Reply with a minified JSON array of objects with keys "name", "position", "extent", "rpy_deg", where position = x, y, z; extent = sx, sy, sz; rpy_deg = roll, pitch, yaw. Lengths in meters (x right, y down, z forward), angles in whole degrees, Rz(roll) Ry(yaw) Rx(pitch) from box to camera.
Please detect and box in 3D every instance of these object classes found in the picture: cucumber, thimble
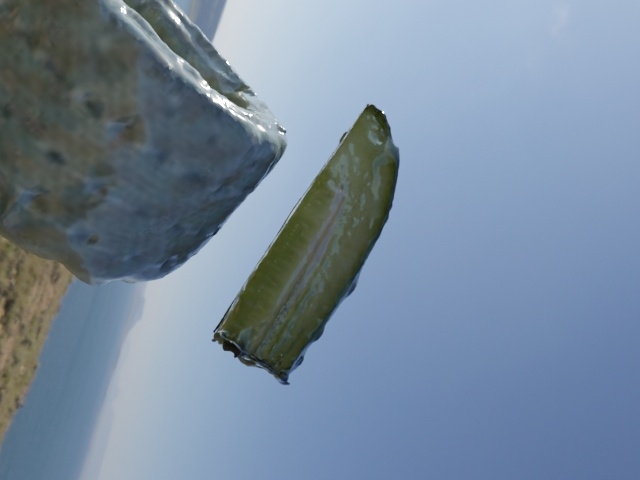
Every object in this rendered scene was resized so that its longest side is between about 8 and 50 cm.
[{"name":"cucumber","position":[0.001,0.001,0.603],"extent":[0.325,0.105,0.145],"rpy_deg":[-61,-173,-18]},{"name":"thimble","position":[-0.176,-0.117,0.467],"extent":[0.195,0.291,0.291],"rpy_deg":[-39,-153,14]}]
